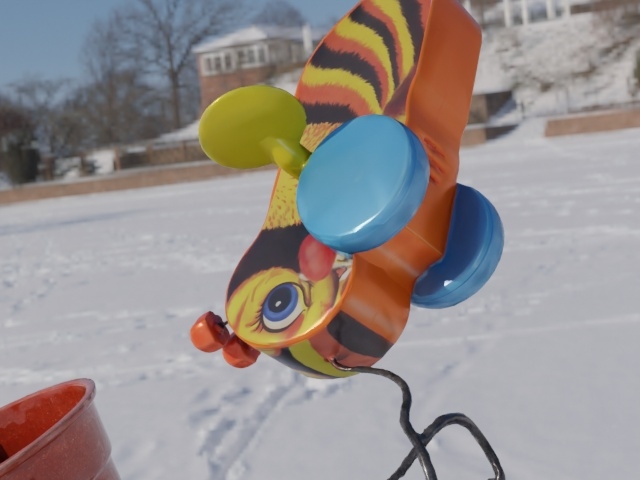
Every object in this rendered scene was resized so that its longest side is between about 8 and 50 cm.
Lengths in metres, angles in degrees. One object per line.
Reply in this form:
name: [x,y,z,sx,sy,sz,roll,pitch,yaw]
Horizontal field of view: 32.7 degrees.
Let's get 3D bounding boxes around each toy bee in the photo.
toy bee: [0.000,0.000,0.568,0.162,0.195,0.298,-17,34,33]

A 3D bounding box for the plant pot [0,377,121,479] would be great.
plant pot: [-0.282,0.318,1.070,0.272,0.265,0.272,-25,10,5]
